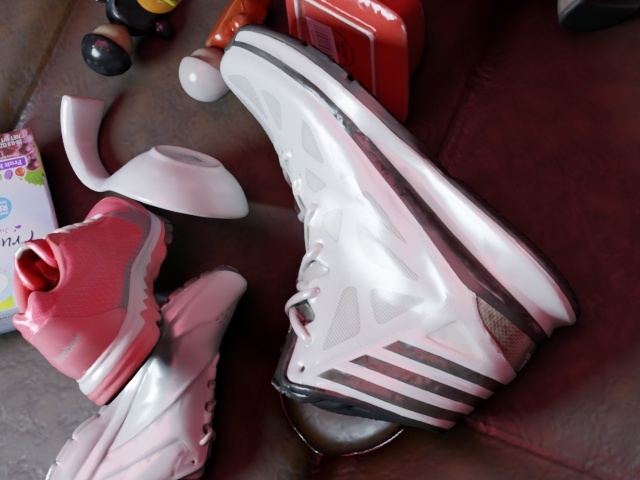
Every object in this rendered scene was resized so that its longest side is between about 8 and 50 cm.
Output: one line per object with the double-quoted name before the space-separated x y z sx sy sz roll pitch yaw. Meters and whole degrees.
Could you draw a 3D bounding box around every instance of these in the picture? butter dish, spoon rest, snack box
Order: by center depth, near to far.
"butter dish" 0.052 -0.226 1.287 0.160 0.160 0.118 32 63 25
"spoon rest" -0.183 -0.071 1.326 0.276 0.137 0.084 32 111 42
"snack box" -0.367 -0.001 1.364 0.174 0.070 0.207 -16 68 -9

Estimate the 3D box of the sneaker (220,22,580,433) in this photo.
"sneaker" 0.000 0.000 1.204 0.257 0.169 0.447 -45 67 -1

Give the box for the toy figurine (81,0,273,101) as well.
"toy figurine" -0.176 -0.259 1.328 0.213 0.209 0.148 20 71 26

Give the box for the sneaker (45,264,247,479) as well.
"sneaker" -0.148 0.163 1.258 0.129 0.111 0.297 30 86 6

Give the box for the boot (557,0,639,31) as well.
"boot" 0.284 -0.344 1.199 0.263 0.091 0.229 -29 61 56

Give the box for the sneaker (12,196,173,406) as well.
"sneaker" -0.227 0.021 1.230 0.116 0.136 0.314 -48 24 16
